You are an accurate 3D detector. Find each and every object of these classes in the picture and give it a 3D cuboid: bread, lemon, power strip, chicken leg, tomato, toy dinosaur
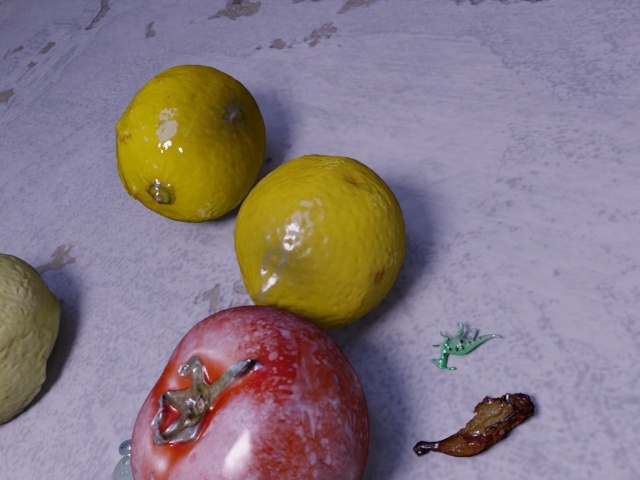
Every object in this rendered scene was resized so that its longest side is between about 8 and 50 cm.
[{"bbox_3d":[-0.593,0.156,0.971,0.320,0.237,0.321,-11,49,13],"label":"bread"},{"bbox_3d":[-0.219,-0.167,1.038,0.260,0.260,0.284,-21,52,10],"label":"lemon"},{"bbox_3d":[-0.259,0.316,0.824,0.055,0.035,0.083,-16,62,15],"label":"power strip"},{"bbox_3d":[0.174,0.214,0.681,0.145,0.037,0.062,-32,25,-1],"label":"chicken leg"},{"bbox_3d":[-0.068,0.214,0.671,0.270,0.227,0.270,-28,42,29],"label":"tomato"},{"bbox_3d":[0.177,0.135,0.753,0.083,0.021,0.062,8,65,36],"label":"toy dinosaur"},{"bbox_3d":[-0.002,0.005,0.803,0.228,0.229,0.254,-7,32,21],"label":"lemon"}]
